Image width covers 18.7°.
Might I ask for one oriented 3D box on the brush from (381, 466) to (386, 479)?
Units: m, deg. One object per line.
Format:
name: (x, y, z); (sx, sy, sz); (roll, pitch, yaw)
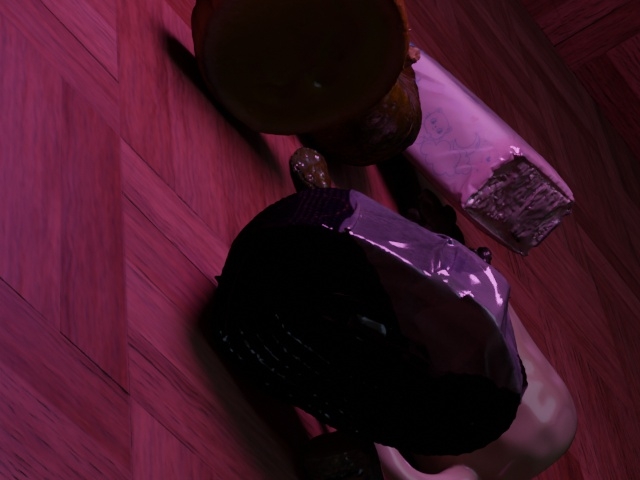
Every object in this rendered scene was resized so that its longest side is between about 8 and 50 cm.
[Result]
brush: (0.011, 0.113, 1.829); (0.301, 0.071, 0.084); (67, 15, 19)

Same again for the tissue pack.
tissue pack: (0.176, -0.119, 2.469); (0.271, 0.124, 0.201); (49, 11, 36)

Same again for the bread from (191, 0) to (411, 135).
bread: (-0.019, -0.215, 2.007); (0.236, 0.236, 0.070); (47, 21, -35)

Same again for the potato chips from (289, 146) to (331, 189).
potato chips: (0.028, -0.012, 2.143); (0.142, 0.026, 0.209); (46, 15, -50)

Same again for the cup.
cup: (0.139, 0.159, 1.934); (0.202, 0.173, 0.255); (58, 17, -2)

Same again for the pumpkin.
pumpkin: (0.042, -0.195, 2.271); (0.219, 0.162, 0.219); (53, 21, -31)

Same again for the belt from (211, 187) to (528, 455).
belt: (0.050, 0.070, 1.726); (0.289, 0.184, 0.164); (28, 15, 0)

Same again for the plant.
plant: (0.164, 0.018, 2.412); (0.174, 0.085, 0.087); (56, -7, 4)

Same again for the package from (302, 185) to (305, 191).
package: (0.001, 0.000, 2.045); (0.077, 0.033, 0.110); (47, 22, -40)

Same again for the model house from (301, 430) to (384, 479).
model house: (0.025, 0.216, 1.736); (0.079, 0.066, 0.083); (-86, 161, -79)
